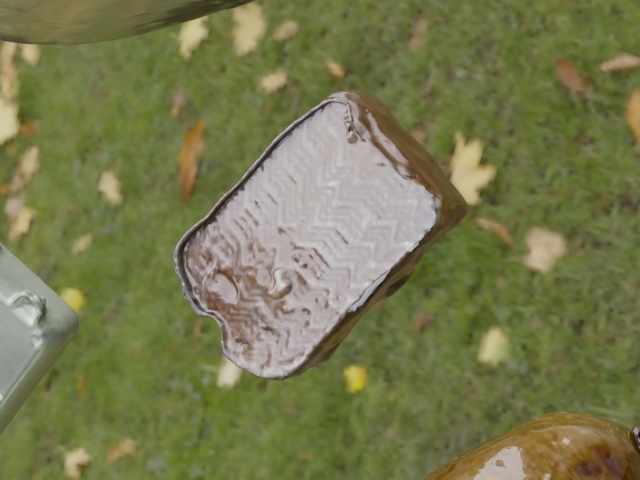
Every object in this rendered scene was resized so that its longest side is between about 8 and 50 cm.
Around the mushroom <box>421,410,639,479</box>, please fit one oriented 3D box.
[{"bbox_3d":[0.159,0.212,0.998,0.283,0.263,0.195,-30,40,14],"label":"mushroom"}]

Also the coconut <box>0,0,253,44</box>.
[{"bbox_3d":[-0.047,-0.158,0.337,0.239,0.239,0.244,-117,37,-49],"label":"coconut"}]

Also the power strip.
[{"bbox_3d":[-0.279,0.101,1.158,0.118,0.046,0.270,43,122,6],"label":"power strip"}]

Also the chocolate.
[{"bbox_3d":[0.000,0.000,1.231,0.214,0.093,0.148,-44,72,20],"label":"chocolate"}]
